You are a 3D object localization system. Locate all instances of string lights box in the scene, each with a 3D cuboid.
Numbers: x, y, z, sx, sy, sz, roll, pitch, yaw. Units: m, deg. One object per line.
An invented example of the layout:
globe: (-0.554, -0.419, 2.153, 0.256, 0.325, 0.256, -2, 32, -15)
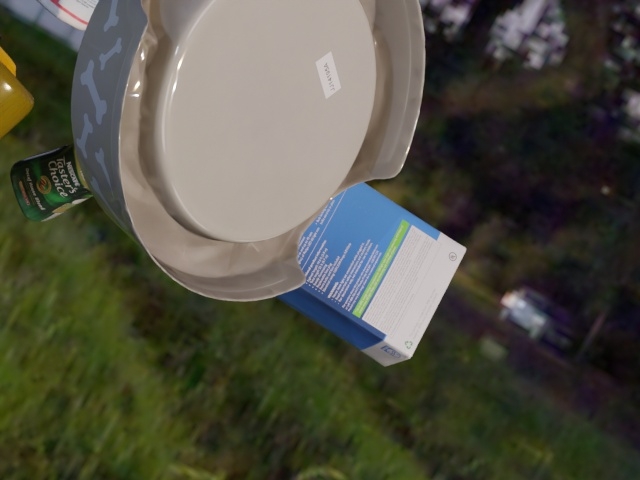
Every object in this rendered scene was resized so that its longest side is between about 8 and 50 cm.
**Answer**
string lights box: (0.000, 0.000, 1.609, 0.260, 0.133, 0.077, 33, -20, -10)

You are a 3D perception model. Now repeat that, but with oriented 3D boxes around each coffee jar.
coffee jar: (-0.351, -0.096, 2.300, 0.079, 0.184, 0.096, -18, 88, -56)

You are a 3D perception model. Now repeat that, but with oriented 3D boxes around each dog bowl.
dog bowl: (-0.063, -0.126, 1.393, 0.102, 0.348, 0.349, 23, -1, 41)

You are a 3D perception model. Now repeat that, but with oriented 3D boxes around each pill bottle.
pill bottle: (-0.265, -0.333, 1.902, 0.087, 0.160, 0.087, 38, 9, -7)

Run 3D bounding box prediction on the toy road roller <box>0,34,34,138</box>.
toy road roller: (-0.508, -0.241, 2.061, 0.240, 0.202, 0.329, 44, -6, 30)
